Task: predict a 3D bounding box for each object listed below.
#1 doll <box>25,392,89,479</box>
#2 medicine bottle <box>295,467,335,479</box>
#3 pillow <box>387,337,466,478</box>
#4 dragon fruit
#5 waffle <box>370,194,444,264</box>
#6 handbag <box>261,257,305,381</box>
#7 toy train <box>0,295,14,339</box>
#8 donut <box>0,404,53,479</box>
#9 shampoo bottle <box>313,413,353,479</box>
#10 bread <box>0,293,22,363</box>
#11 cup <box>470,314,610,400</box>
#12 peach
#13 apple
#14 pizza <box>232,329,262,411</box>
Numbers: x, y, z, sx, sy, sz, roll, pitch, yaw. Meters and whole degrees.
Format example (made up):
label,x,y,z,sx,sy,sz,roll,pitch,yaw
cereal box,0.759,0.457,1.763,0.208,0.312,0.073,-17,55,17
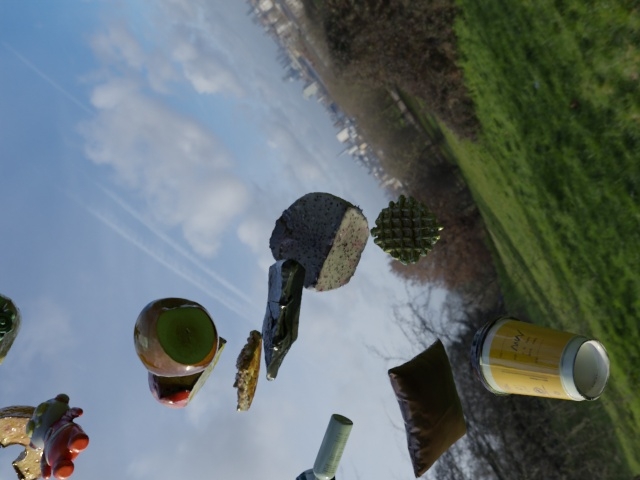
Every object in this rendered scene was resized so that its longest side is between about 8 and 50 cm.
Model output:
label,x,y,z,sx,sy,sz,roll,pitch,yaw
doll,-0.532,0.383,1.125,0.245,0.142,0.076,17,164,48
medicine bottle,-0.010,0.734,1.616,0.258,0.124,0.079,152,114,-86
pillow,0.314,0.468,1.608,0.305,0.108,0.308,-12,-93,-52
dragon fruit,0.000,0.000,1.657,0.204,0.283,0.221,26,-174,33
waffle,0.232,-0.030,1.512,0.183,0.169,0.036,40,-175,24
handbag,-0.089,0.162,1.257,0.175,0.088,0.271,-86,3,-81
toy train,-0.777,0.194,1.222,0.132,0.083,0.200,51,-147,-8
donut,-0.812,0.570,1.598,0.101,0.152,0.259,-124,23,-64
shampoo bottle,0.018,0.495,1.269,0.056,0.195,0.056,21,179,0
bread,-0.977,0.260,1.585,0.148,0.270,0.270,20,-171,2
cup,0.503,0.277,1.299,0.196,0.196,0.279,51,154,-19
peach,-0.389,0.365,1.530,0.158,0.154,0.267,22,-147,4
apple,-0.285,0.186,1.095,0.146,0.163,0.147,-9,-84,-42
pizza,-0.299,0.516,2.249,0.226,0.086,0.336,71,-153,-69
